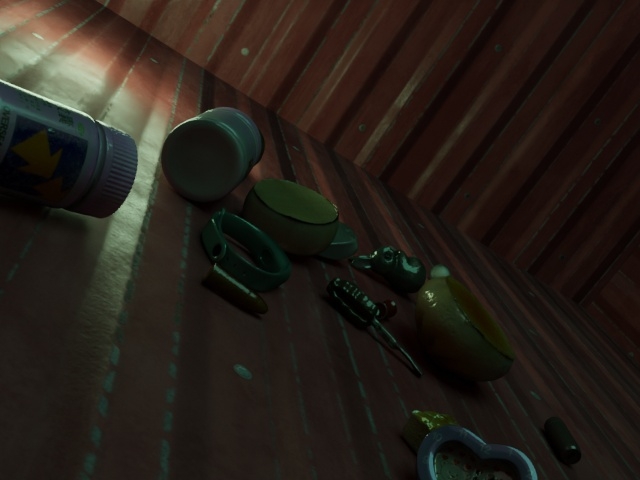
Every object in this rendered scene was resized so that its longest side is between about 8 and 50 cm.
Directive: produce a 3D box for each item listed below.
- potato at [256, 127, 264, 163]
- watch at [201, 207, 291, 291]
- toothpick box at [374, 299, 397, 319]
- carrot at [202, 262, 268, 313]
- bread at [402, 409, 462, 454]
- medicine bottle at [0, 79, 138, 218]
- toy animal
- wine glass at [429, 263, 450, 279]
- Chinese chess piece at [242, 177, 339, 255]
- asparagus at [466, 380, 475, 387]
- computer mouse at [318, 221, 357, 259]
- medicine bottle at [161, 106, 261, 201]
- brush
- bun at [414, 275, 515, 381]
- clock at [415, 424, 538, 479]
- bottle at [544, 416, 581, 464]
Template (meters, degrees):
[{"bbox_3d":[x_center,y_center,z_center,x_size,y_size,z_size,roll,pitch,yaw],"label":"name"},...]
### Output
[{"bbox_3d":[-0.252,-0.295,2.294,0.174,0.159,0.251,61,9,6],"label":"potato"},{"bbox_3d":[-0.167,0.022,1.672,0.195,0.068,0.237,18,26,-41],"label":"watch"},{"bbox_3d":[0.161,0.175,1.935,0.047,0.047,0.083,40,15,20],"label":"toothpick box"},{"bbox_3d":[-0.158,0.098,1.476,0.139,0.048,0.048,35,15,-4],"label":"carrot"},{"bbox_3d":[0.244,0.392,1.392,0.125,0.068,0.188,18,22,-47],"label":"bread"},{"bbox_3d":[-0.476,-0.152,1.302,0.290,0.178,0.178,20,21,-46],"label":"medicine bottle"},{"bbox_3d":[0.204,0.074,2.226,0.236,0.108,0.138,24,19,-34],"label":"toy animal"},{"bbox_3d":[0.416,0.142,2.563,0.072,0.072,0.155,30,16,-19],"label":"wine glass"},{"bbox_3d":[-0.074,-0.064,1.960,0.249,0.103,0.250,19,26,-10],"label":"Chinese chess piece"},{"bbox_3d":[0.401,0.338,2.005,0.233,0.023,0.022,-26,106,-73],"label":"asparagus"},{"bbox_3d":[0.000,0.000,2.086,0.230,0.079,0.128,5,31,-31],"label":"computer mouse"},{"bbox_3d":[-0.266,-0.224,1.941,0.202,0.202,0.316,34,15,-4],"label":"medicine bottle"},{"bbox_3d":[0.135,0.199,1.782,0.301,0.071,0.084,46,14,18],"label":"brush"},{"bbox_3d":[0.336,0.233,1.909,0.299,0.164,0.299,45,16,-17],"label":"bun"},{"bbox_3d":[0.245,0.405,1.253,0.198,0.172,0.064,18,-34,18],"label":"clock"},{"bbox_3d":[0.594,0.490,1.885,0.053,0.053,0.140,31,15,-13],"label":"bottle"}]
